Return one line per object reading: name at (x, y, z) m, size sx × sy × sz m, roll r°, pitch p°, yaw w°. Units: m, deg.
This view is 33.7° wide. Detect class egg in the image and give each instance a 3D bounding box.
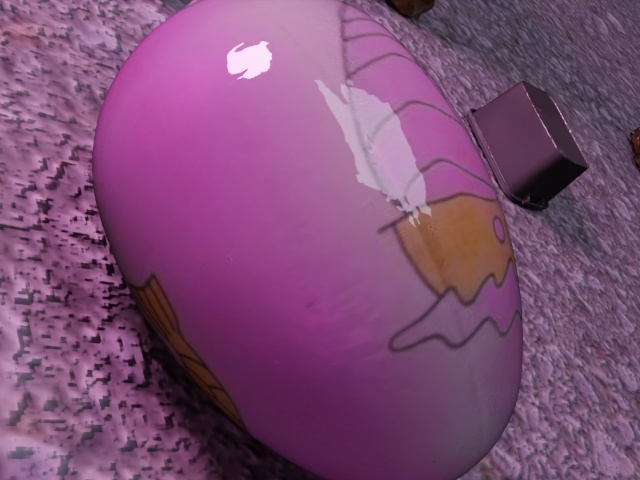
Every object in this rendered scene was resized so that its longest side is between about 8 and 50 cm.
egg at (0.000, 0.000, 0.539) m, size 0.271 × 0.196 × 0.196 m, roll 51°, pitch 29°, yaw 12°

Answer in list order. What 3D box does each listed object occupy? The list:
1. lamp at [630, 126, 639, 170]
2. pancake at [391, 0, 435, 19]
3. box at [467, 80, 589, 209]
lamp at (0.578, -0.051, 1.506) m, size 0.325 × 0.089 × 0.090 m, roll 41°, pitch 32°, yaw -19°
pancake at (0.135, -0.412, 1.018) m, size 0.305 × 0.427 × 0.067 m, roll 43°, pitch 10°, yaw -46°
box at (0.212, -0.099, 1.069) m, size 0.084 × 0.069 × 0.122 m, roll 11°, pitch 49°, yaw -47°
